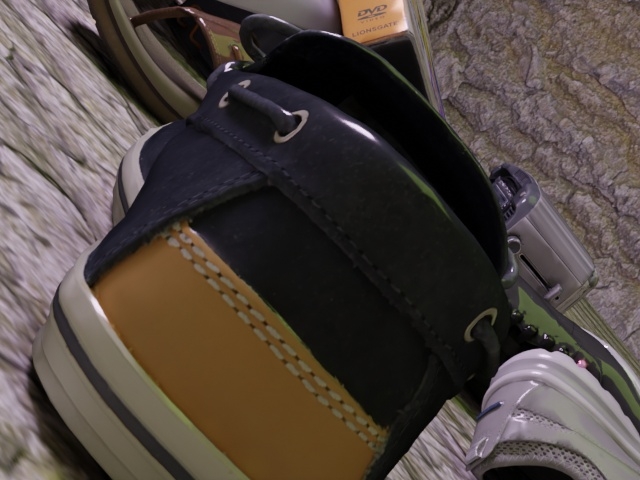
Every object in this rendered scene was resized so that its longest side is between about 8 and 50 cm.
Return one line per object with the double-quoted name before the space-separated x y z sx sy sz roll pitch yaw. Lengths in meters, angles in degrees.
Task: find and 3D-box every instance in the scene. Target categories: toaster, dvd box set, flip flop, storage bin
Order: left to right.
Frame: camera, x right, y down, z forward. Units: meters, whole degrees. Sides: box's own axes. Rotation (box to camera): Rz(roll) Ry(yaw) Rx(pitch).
"flip flop" -0.058 -0.095 1.200 0.277 0.080 0.112 46 8 -14
"storage bin" -0.066 -0.181 1.540 0.098 0.091 0.135 40 10 -45
"dvd box set" 0.060 -0.216 1.655 0.308 0.062 0.420 70 9 -49
"toaster" 0.226 0.008 2.073 0.146 0.129 0.227 50 5 -14

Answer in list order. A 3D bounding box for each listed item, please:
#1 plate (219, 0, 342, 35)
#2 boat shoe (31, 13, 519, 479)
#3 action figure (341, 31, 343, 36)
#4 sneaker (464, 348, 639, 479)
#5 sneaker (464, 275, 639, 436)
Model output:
"plate" -0.117 -0.302 1.500 0.278 0.045 0.277 16 37 -33
"boat shoe" 0.000 0.000 0.799 0.187 0.156 0.500 45 7 -4
"action figure" -0.090 -0.283 1.712 0.275 0.141 0.164 43 -10 -35
"sneaker" 0.195 0.202 1.134 0.281 0.105 0.115 41 43 3
"sneaker" 0.125 0.071 1.337 0.296 0.104 0.147 45 8 23
